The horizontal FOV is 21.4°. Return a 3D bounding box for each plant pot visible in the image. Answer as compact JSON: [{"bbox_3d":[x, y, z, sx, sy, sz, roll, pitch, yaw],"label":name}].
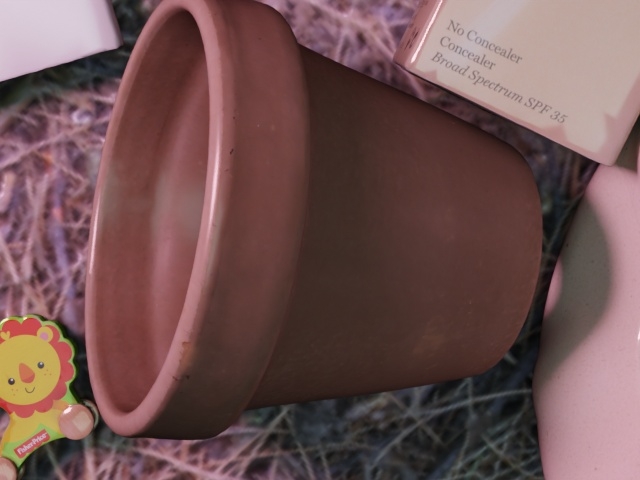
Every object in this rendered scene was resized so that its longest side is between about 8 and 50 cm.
[{"bbox_3d":[0.000,0.000,1.017,0.229,0.263,0.263,9,98,-21],"label":"plant pot"}]

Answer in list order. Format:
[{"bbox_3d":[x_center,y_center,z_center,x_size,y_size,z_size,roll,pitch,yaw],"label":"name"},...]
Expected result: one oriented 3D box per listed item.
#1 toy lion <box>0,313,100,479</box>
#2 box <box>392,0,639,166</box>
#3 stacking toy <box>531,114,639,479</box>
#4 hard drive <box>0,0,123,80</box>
[{"bbox_3d":[-0.199,0.101,1.117,0.100,0.034,0.096,-35,91,4],"label":"toy lion"},{"bbox_3d":[0.176,-0.217,1.036,0.148,0.121,0.311,24,97,-4],"label":"box"},{"bbox_3d":[0.405,0.096,1.042,0.480,0.350,0.350,12,98,-22],"label":"stacking toy"},{"bbox_3d":[-0.265,-0.242,1.056,0.203,0.040,0.307,-16,100,1],"label":"hard drive"}]
